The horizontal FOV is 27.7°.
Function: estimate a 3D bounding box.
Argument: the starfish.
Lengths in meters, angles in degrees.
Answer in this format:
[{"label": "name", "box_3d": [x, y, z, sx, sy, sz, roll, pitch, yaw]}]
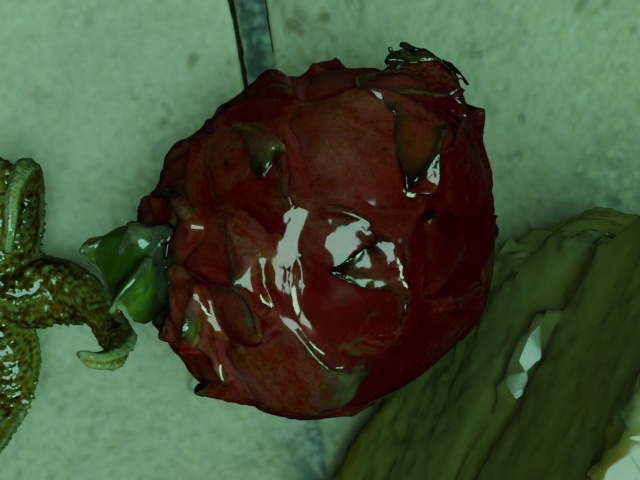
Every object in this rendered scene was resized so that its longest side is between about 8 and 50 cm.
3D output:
[{"label": "starfish", "box_3d": [-0.188, 0.050, 0.656, 0.190, 0.074, 0.146, -26, 88, 15]}]

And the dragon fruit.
[{"label": "dragon fruit", "box_3d": [0.000, 0.000, 0.645, 0.209, 0.172, 0.172, -32, 101, -7]}]

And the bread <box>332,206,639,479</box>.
[{"label": "bread", "box_3d": [0.208, 0.205, 0.654, 0.390, 0.279, 0.371, 28, 90, -12]}]
